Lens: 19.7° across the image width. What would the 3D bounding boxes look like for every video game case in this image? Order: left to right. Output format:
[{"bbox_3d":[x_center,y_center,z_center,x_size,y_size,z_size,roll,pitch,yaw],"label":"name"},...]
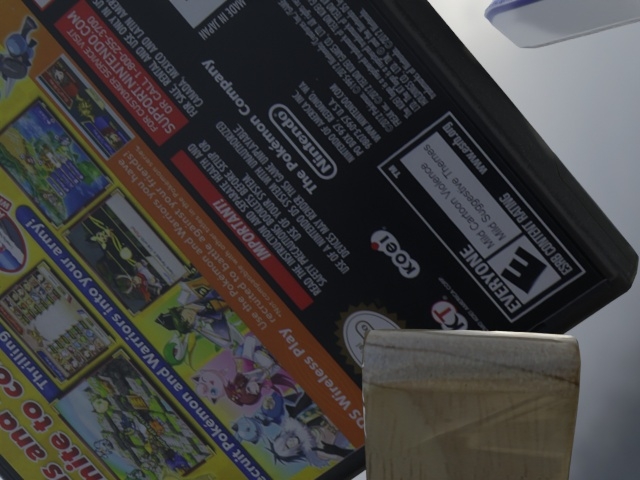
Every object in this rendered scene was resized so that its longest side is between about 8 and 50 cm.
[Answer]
[{"bbox_3d":[-0.068,-0.024,0.665,0.248,0.275,0.035,-37,8,25],"label":"video game case"}]

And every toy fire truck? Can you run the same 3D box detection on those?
[{"bbox_3d":[-0.023,0.131,0.424,0.158,0.217,0.246,-152,63,-74],"label":"toy fire truck"}]

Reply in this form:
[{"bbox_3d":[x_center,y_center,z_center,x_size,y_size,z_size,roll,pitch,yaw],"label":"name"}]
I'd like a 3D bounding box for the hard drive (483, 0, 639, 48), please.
[{"bbox_3d":[0.234,-0.257,1.052,0.318,0.040,0.210,-57,19,-16],"label":"hard drive"}]
